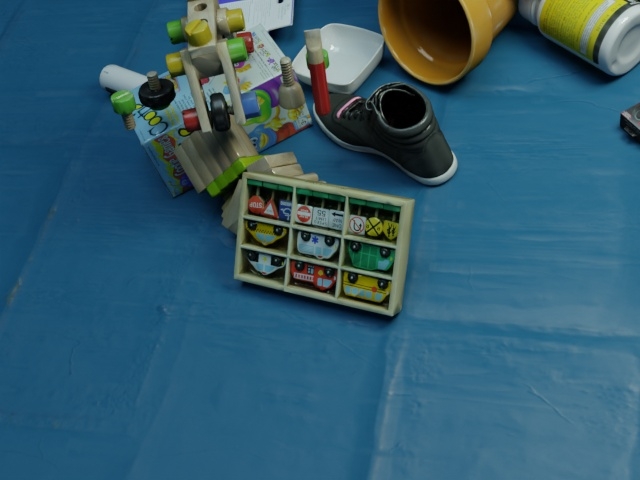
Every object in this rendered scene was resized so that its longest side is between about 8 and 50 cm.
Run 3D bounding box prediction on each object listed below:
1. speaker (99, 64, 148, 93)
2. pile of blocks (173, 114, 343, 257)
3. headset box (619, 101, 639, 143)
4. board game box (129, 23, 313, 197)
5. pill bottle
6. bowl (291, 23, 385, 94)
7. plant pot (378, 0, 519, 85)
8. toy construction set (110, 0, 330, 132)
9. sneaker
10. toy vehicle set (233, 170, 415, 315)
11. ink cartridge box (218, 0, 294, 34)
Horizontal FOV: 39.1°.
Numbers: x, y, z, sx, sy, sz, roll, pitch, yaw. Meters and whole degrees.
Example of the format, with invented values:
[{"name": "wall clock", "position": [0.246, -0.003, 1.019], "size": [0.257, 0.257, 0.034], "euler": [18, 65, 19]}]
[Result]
[{"name": "speaker", "position": [-0.353, -0.292, 1.705], "size": [0.136, 0.055, 0.055], "euler": [23, 63, 30]}, {"name": "pile of blocks", "position": [-0.062, -0.068, 1.419], "size": [0.362, 0.149, 0.113], "euler": [36, 25, 19]}, {"name": "headset box", "position": [0.501, -0.182, 1.368], "size": [0.083, 0.032, 0.062], "euler": [-27, 51, -6]}, {"name": "board game box", "position": [-0.177, -0.221, 1.539], "size": [0.275, 0.142, 0.144], "euler": [-28, 51, -5]}, {"name": "pill bottle", "position": [0.432, -0.366, 1.475], "size": [0.119, 0.119, 0.208], "euler": [-37, 52, -12]}, {"name": "bowl", "position": [0.036, -0.317, 1.604], "size": [0.142, 0.053, 0.142], "euler": [22, 64, 30]}, {"name": "plant pot", "position": [0.234, -0.394, 1.524], "size": [0.205, 0.205, 0.188], "euler": [31, 52, 34]}, {"name": "toy construction set", "position": [-0.136, -0.311, 1.331], "size": [0.309, 0.237, 0.257], "euler": [9, 45, 18]}, {"name": "sneaker", "position": [0.088, -0.208, 1.443], "size": [0.296, 0.147, 0.104], "euler": [33, 70, 36]}, {"name": "toy vehicle set", "position": [0.000, 0.000, 1.310], "size": [0.267, 0.166, 0.035], "euler": [11, 14, 26]}, {"name": "ink cartridge box", "position": [-0.145, -0.456, 1.773], "size": [0.208, 0.045, 0.206], "euler": [-8, 51, 13]}]
